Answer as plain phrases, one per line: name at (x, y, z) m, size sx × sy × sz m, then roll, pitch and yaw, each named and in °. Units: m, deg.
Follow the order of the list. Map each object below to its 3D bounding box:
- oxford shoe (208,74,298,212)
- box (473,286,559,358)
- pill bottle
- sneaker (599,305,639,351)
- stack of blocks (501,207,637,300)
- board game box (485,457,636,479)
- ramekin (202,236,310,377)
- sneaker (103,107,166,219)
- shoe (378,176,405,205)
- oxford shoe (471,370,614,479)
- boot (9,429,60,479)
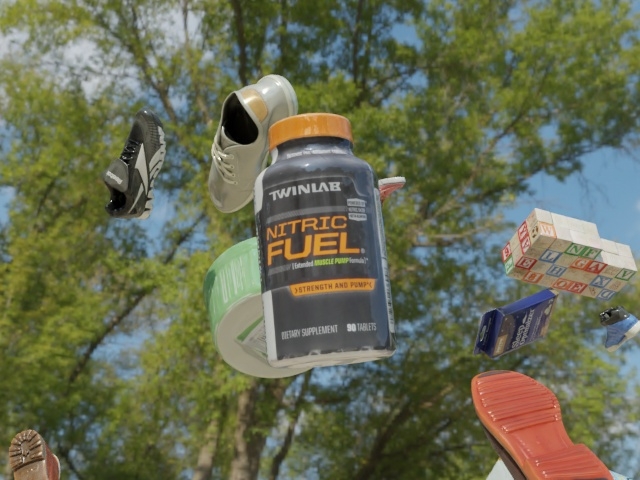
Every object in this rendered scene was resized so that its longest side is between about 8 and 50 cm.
oxford shoe at (-0.192, -0.207, 1.850) m, size 0.130 × 0.169 × 0.449 m, roll -26°, pitch -15°, yaw -35°
box at (0.467, 0.202, 1.939) m, size 0.225 × 0.036 × 0.136 m, roll -15°, pitch -51°, yaw -29°
pill bottle at (0.000, 0.000, 0.814) m, size 0.130 × 0.246 × 0.130 m, roll -6°, pitch -12°, yaw -1°
sneaker at (0.682, 0.200, 1.885) m, size 0.084 × 0.058 × 0.152 m, roll 47°, pitch -19°, yaw 15°
stack of blocks at (0.626, 0.039, 2.013) m, size 0.297 × 0.087 × 0.171 m, roll 14°, pitch -43°, yaw -14°
board game box at (0.419, 0.453, 1.324) m, size 0.275 × 0.144 × 0.142 m, roll 22°, pitch -74°, yaw -13°
ramekin at (-0.095, 0.150, 1.712) m, size 0.303 × 0.148 × 0.303 m, roll -5°, pitch -51°, yaw -6°
sneaker at (-0.364, -0.140, 1.562) m, size 0.078 × 0.234 × 0.106 m, roll 29°, pitch 27°, yaw 28°
shoe at (0.163, -0.118, 2.238) m, size 0.178 × 0.081 × 0.063 m, roll -15°, pitch -10°, yaw 37°
oxford shoe at (0.237, 0.244, 0.921) m, size 0.096 × 0.271 × 0.098 m, roll -8°, pitch -65°, yaw -6°
boot at (-0.379, 0.344, 1.100) m, size 0.059 × 0.158 × 0.085 m, roll -15°, pitch -40°, yaw -1°
